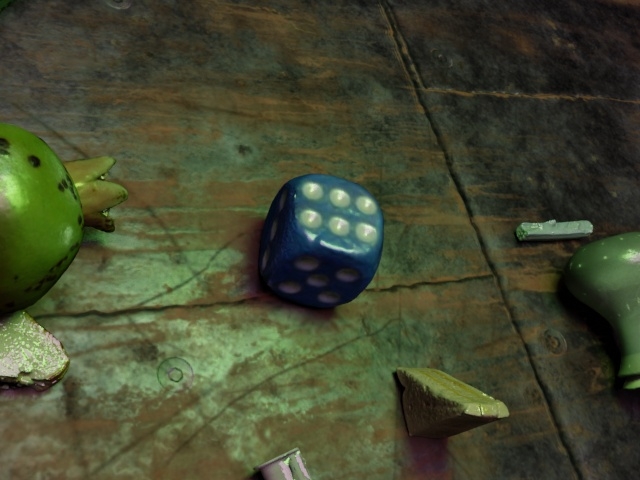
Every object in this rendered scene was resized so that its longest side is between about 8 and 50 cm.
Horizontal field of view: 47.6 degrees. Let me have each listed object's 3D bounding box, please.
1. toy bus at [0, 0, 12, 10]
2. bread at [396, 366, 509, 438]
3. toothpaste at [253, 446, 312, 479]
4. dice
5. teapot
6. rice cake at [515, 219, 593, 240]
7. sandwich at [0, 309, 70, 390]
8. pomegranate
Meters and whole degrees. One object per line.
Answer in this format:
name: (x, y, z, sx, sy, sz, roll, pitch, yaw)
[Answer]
toy bus: (-0.425, -0.488, 1.124, 0.093, 0.092, 0.409, 34, 50, -9)
bread: (0.176, 0.205, 0.986, 0.077, 0.152, 0.105, 7, 63, -26)
toothpaste: (0.012, 0.402, 0.830, 0.100, 0.066, 0.323, -16, 75, -35)
dice: (0.000, 0.000, 1.021, 0.143, 0.146, 0.147, 15, 51, -18)
teapot: (0.529, 0.118, 1.231, 0.183, 0.183, 0.251, -5, 74, -31)
rice cake: (0.435, -0.019, 1.338, 0.180, 0.042, 0.030, -2, 60, -31)
sandwich: (-0.341, 0.132, 0.817, 0.105, 0.036, 0.093, 39, 49, -4)
pomegranate: (-0.369, -0.025, 0.819, 0.231, 0.231, 0.286, 43, 9, 2)
